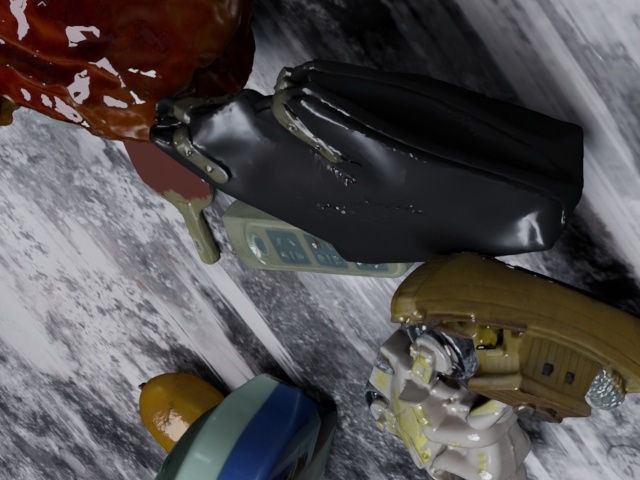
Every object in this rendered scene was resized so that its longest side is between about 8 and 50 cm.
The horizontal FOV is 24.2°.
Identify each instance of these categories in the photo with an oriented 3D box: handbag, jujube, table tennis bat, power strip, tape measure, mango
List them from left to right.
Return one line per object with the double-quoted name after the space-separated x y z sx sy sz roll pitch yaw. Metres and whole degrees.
-0.240 -0.214 1.448 0.342 0.216 0.216 13 141 17 "jujube"
-0.169 -0.066 1.779 0.131 0.022 0.234 11 137 39 "table tennis bat"
-0.167 0.280 2.120 0.147 0.109 0.227 -11 125 44 "mango"
-0.112 0.327 1.944 0.138 0.262 0.259 27 126 19 "tape measure"
0.002 -0.002 1.644 0.286 0.048 0.080 4 134 44 "power strip"
0.025 -0.081 1.337 0.288 0.152 0.342 20 163 -36 "handbag"

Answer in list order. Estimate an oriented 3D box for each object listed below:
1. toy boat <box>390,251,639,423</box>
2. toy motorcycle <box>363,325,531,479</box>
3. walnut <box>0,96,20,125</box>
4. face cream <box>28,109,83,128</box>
0.191 0.099 1.367 0.321 0.121 0.089 20 164 -36 "toy boat"
0.150 0.192 1.657 0.223 0.108 0.340 44 157 13 "toy motorcycle"
-0.434 -0.231 1.704 0.244 0.221 0.269 7 137 -5 "walnut"
-0.267 -0.177 1.668 0.101 0.101 0.252 49 149 -12 "face cream"
